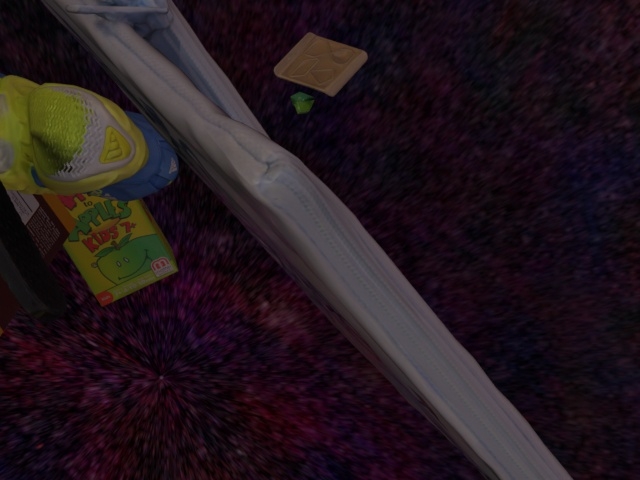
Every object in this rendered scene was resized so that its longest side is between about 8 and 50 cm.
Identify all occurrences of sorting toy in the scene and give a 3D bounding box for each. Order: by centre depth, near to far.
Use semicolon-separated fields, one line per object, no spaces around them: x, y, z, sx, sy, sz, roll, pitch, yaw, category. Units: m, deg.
-0.007;-0.138;1.297;0.062;0.012;0.083;25;58;27;sorting toy

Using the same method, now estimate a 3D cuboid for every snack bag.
0.000;0.000;0.653;0.037;0.342;0.323;-42;125;-3;snack bag

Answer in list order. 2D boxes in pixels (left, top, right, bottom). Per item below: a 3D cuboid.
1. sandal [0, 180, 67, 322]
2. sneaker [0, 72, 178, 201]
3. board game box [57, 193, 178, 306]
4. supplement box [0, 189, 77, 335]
-0.225;-0.019;0.988;0.040;0.067;0.179;-32;84;14;sandal
-0.198;-0.068;1.104;0.240;0.126;0.091;19;90;41;sneaker
-0.228;-0.023;1.607;0.092;0.043;0.181;-25;128;2;board game box
-0.364;0.016;1.423;0.191;0.194;0.129;-20;116;29;supplement box
